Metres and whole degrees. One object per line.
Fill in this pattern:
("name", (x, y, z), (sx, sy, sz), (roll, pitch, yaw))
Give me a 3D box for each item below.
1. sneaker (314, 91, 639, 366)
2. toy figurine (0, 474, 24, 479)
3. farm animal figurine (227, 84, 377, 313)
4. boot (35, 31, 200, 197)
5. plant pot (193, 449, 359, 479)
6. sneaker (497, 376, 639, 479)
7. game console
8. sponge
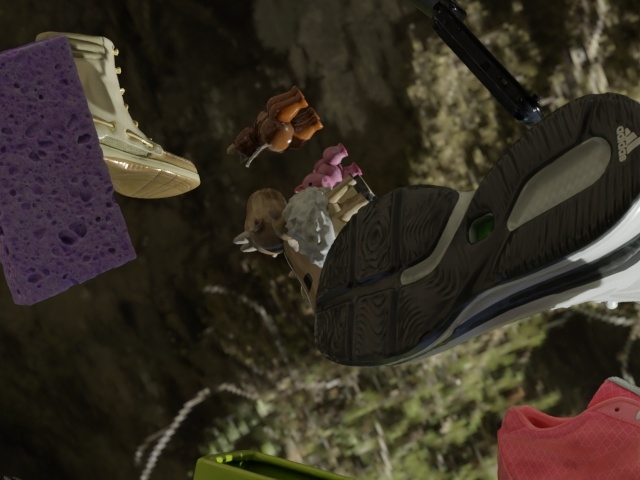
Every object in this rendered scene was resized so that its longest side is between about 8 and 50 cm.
("sneaker", (0.200, 0.039, 1.090), (0.447, 0.257, 0.169), (-28, -129, 49))
("toy figurine", (-0.289, 0.272, 0.884), (0.213, 0.209, 0.148), (-12, 159, 17))
("farm animal figurine", (0.000, 0.000, 1.473), (0.172, 0.330, 0.327), (-36, -136, 5))
("boot", (-0.281, -0.172, 1.704), (0.095, 0.203, 0.262), (-27, 152, 38))
("plant pot", (-0.058, 0.418, 1.684), (0.227, 0.207, 0.228), (14, 176, 17))
("sneaker", (0.275, 0.176, 1.001), (0.314, 0.136, 0.116), (-13, 171, 33))
("game console", (0.173, -0.274, 1.573), (0.044, 0.361, 0.213), (-44, 158, 16))
("sponge", (-0.242, -0.062, 1.059), (0.117, 0.210, 0.031), (-25, -165, -38))
